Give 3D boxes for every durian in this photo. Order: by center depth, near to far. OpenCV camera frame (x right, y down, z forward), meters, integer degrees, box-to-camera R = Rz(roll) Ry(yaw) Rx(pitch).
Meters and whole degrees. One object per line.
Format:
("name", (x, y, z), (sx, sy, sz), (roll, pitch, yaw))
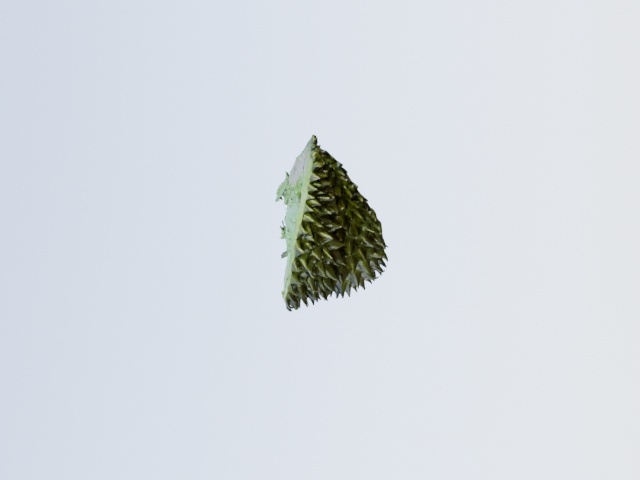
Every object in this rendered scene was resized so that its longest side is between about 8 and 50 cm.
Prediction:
("durian", (0.000, 0.000, 1.028), (0.215, 0.086, 0.100), (103, 149, -63))
